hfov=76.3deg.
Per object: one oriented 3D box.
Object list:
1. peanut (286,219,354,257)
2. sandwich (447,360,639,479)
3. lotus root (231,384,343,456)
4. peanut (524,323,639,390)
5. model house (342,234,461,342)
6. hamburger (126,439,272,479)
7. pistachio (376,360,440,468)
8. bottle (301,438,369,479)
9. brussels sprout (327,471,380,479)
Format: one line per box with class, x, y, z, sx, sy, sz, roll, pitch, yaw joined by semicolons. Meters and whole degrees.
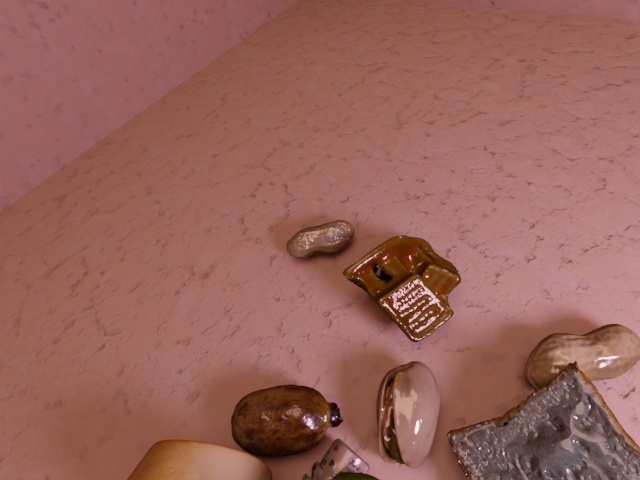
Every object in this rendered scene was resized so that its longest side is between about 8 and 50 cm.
peanut;0.000;0.000;1.246;0.214;0.090;0.099;-13;79;6
sandwich;0.415;0.411;0.725;0.301;0.099;0.271;-38;42;13
lotus root;-0.076;0.401;0.913;0.260;0.128;0.145;-11;63;13
peanut;0.561;0.248;0.875;0.256;0.124;0.124;-20;49;-2
model house;0.237;0.114;1.032;0.268;0.173;0.239;-34;50;-10
hamburger;-0.227;0.501;0.766;0.300;0.300;0.176;-1;45;14
pistachio;0.188;0.364;0.873;0.143;0.144;0.215;5;62;19
bottle;0.022;0.496;0.833;0.099;0.099;0.152;30;68;33
brussels sprout;0.068;0.574;0.620;0.275;0.315;0.371;-5;35;-3
